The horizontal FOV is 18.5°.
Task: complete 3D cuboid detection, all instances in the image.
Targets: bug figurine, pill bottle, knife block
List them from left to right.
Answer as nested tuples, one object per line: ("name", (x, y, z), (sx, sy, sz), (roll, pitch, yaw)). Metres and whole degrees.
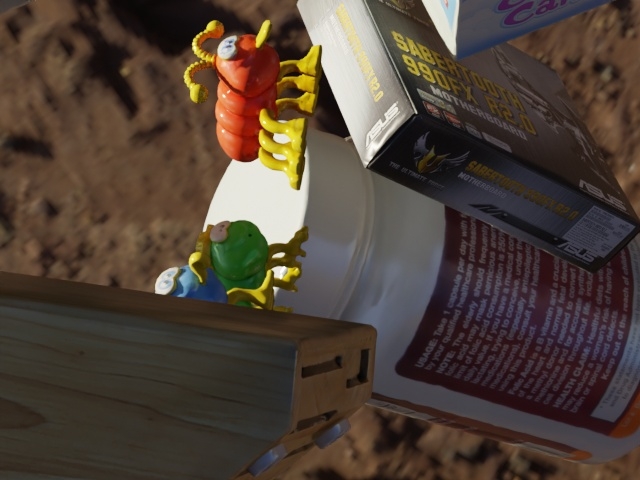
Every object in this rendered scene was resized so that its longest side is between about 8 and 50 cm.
("knife block", (-0.154, 0.038, 0.672), (0.275, 0.088, 0.242), (-40, 81, 15))
("bug figurine", (-0.053, 0.020, 1.088), (0.072, 0.279, 0.216), (6, 132, 4))
("pill bottle", (0.106, 0.043, 1.686), (0.392, 0.224, 0.224), (18, 125, -27))

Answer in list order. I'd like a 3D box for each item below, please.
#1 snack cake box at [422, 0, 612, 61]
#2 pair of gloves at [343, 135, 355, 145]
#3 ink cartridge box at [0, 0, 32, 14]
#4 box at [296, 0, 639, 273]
("snack cake box", (0.178, -0.243, 1.317), (0.264, 0.089, 0.152), (-22, 68, -8))
("pair of gloves", (0.000, 0.000, 2.076), (0.042, 0.240, 0.204), (17, 115, 41))
("ink cartridge box", (-0.133, -0.203, 0.805), (0.131, 0.306, 0.226), (40, 114, -1))
("box", (0.105, -0.088, 1.383), (0.231, 0.183, 0.056), (24, 121, -36))
